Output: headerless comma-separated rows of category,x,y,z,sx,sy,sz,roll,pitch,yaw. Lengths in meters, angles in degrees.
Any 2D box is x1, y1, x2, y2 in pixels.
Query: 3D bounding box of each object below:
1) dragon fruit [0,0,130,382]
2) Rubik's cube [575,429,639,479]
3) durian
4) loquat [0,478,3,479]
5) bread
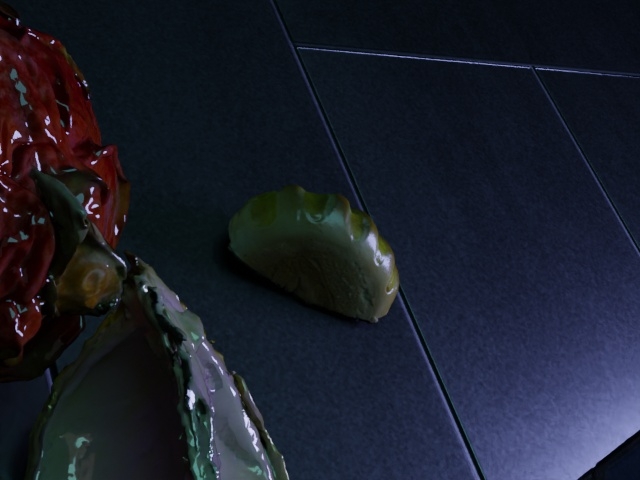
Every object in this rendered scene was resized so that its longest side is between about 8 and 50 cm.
dragon fruit,-0.266,-0.037,0.679,0.343,0.277,0.277,21,35,32
Rubik's cube,0.377,0.270,0.789,0.304,0.301,0.305,8,50,-25
durian,-0.067,0.185,0.712,0.196,0.185,0.305,25,30,-49
loquat,-0.244,0.194,0.501,0.284,0.276,0.276,6,51,-27
bread,0.000,0.000,0.948,0.157,0.094,0.083,17,50,-6
